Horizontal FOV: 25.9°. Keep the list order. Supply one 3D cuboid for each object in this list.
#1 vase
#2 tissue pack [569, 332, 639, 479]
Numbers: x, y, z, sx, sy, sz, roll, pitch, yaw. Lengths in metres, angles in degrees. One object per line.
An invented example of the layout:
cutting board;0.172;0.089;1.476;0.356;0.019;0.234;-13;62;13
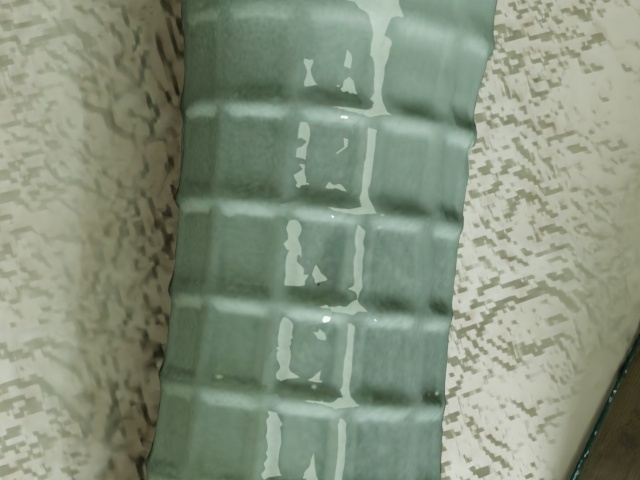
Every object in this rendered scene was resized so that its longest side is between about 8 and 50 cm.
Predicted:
vase;0.000;0.000;0.471;0.143;0.143;0.299;7;88;-24
tissue pack;0.198;0.114;0.577;0.169;0.082;0.120;35;73;-18
